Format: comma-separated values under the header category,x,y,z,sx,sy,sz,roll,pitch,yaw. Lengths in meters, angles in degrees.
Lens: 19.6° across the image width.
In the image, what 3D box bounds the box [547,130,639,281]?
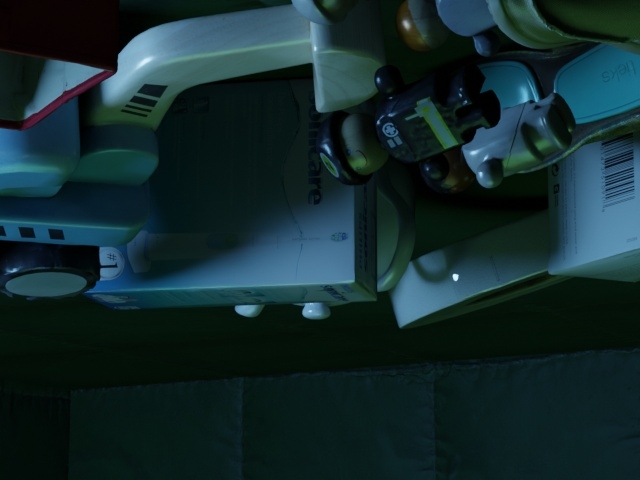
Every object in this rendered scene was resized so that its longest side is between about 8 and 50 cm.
category,x,y,z,sx,sy,sz,roll,pitch,yaw
box,0.331,-0.059,1.930,0.119,0.181,0.182,7,167,-27

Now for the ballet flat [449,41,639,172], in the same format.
category,x,y,z,sx,sy,sz,roll,pitch,yaw
ballet flat,0.244,-0.137,1.755,0.123,0.123,0.348,9,166,-36

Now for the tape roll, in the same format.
category,x,y,z,sx,sy,sz,roll,pitch,yaw
tape roll,0.266,0.016,2.282,0.392,0.072,0.392,-18,173,-2

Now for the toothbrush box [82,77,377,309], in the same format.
category,x,y,z,sx,sy,sz,roll,pitch,yaw
toothbrush box,-0.093,-0.046,1.927,0.295,0.216,0.126,-4,168,13

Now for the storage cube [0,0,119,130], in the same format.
category,x,y,z,sx,sy,sz,roll,pitch,yaw
storage cube,-0.253,-0.196,1.247,0.215,0.193,0.183,8,166,-28

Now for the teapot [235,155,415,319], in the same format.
category,x,y,z,sx,sy,sz,roll,pitch,yaw
teapot,0.000,0.000,2.219,0.252,0.187,0.256,-2,167,9

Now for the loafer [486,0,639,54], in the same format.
category,x,y,z,sx,sy,sz,roll,pitch,yaw
loafer,0.231,-0.203,1.463,0.092,0.102,0.268,-13,172,44

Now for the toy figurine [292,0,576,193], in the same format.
category,x,y,z,sx,sy,sz,roll,pitch,yaw
toy figurine,0.086,-0.140,1.471,0.148,0.213,0.209,-21,163,31

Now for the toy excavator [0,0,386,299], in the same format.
category,x,y,z,sx,sy,sz,roll,pitch,yaw
toy excavator,-0.206,-0.115,1.678,0.433,0.222,0.445,4,160,-22
